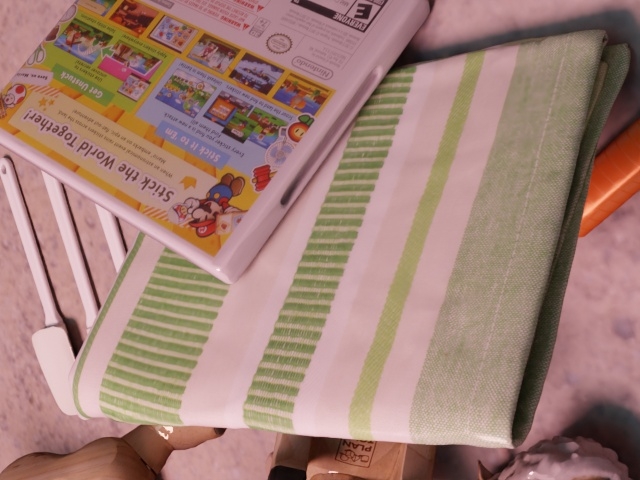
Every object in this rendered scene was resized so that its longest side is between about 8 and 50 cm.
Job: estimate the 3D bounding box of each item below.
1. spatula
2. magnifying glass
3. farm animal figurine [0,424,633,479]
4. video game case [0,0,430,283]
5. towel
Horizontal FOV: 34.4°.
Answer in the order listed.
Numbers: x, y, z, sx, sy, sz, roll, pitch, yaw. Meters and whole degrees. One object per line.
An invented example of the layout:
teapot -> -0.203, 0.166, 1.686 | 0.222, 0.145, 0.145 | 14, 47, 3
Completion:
spatula -> -0.211, 0.029, 0.890 | 0.168, 0.019, 0.242 | -15, 94, 42
magnifying glass -> 0.200, -0.079, 0.511 | 0.092, 0.026, 0.231 | 53, 128, 13
farm animal figurine -> -0.024, 0.165, 0.655 | 0.330, 0.172, 0.326 | 26, 126, -12
video game case -> -0.079, -0.106, 0.645 | 0.227, 0.026, 0.206 | 29, 77, 29
towel -> 0.000, 0.000, 0.589 | 0.325, 0.248, 0.038 | -6, 141, 41
